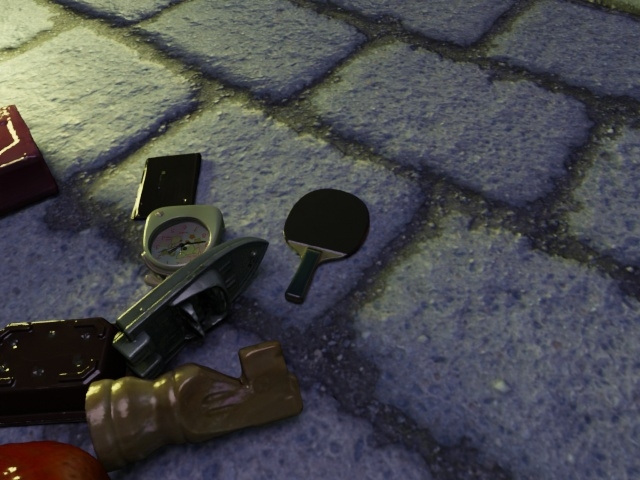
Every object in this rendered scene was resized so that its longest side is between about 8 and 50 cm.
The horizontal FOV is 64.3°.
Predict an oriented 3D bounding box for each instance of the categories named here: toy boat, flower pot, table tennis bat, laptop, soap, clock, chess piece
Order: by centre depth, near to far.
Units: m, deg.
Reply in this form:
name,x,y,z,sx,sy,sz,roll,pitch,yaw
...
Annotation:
name,x,y,z,sx,sy,sz,roll,pitch,yaw
chess piece,-0.180,0.244,0.764,0.301,0.137,0.137,-10,51,-11
flower pot,-0.435,0.199,0.833,0.251,0.084,0.179,-3,51,-2
toy boat,-0.203,0.097,0.872,0.092,0.141,0.319,31,58,25
clock,-0.269,0.016,0.993,0.151,0.062,0.191,-2,51,-1
table tennis bat,0.000,0.000,1.024,0.173,0.022,0.301,14,51,12
soap,-0.788,-0.134,1.091,0.359,0.128,0.233,-28,55,-22
laptop,-0.342,-0.124,1.140,0.135,0.016,0.197,-4,51,0

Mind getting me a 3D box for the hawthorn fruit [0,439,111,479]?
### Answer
name,x,y,z,sx,sy,sz,roll,pitch,yaw
hawthorn fruit,-0.387,0.368,0.600,0.287,0.287,0.330,-37,40,-25
